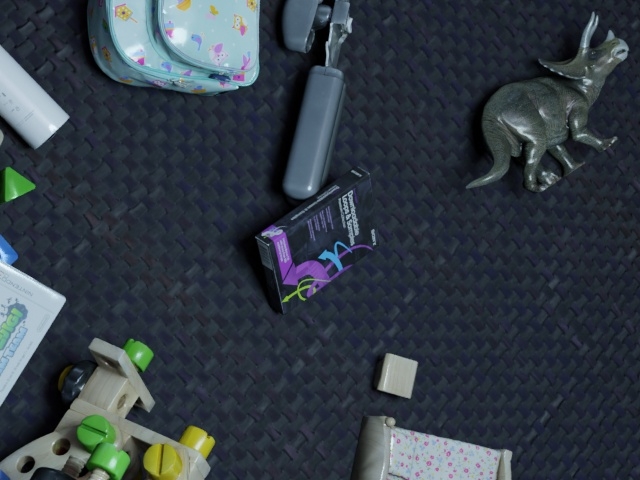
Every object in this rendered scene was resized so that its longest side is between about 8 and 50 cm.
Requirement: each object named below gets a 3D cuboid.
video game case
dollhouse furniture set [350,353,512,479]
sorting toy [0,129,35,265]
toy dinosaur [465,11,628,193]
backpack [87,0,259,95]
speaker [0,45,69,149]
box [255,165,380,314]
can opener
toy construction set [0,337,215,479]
[{"bbox_3d":[-0.365,0.093,1.362,0.143,0.019,0.157,34,85,-28],"label":"video game case"},{"bbox_3d":[0.201,0.339,1.549,0.303,0.174,0.355,17,76,-23],"label":"dollhouse furniture set"},{"bbox_3d":[-0.454,-0.090,1.356,0.348,0.047,0.196,39,65,-22],"label":"sorting toy"},{"bbox_3d":[0.277,-0.151,1.703,0.313,0.121,0.160,-31,85,-21],"label":"toy dinosaur"},{"bbox_3d":[-0.161,-0.250,1.473,0.188,0.144,0.166,2,87,-23],"label":"backpack"},{"bbox_3d":[-0.338,-0.163,1.421,0.136,0.055,0.055,46,67,-13],"label":"speaker"},{"bbox_3d":[0.000,0.000,1.543,0.162,0.029,0.116,-37,138,-26],"label":"box"},{"bbox_3d":[-0.018,-0.183,1.584,0.095,0.076,0.283,11,77,9],"label":"can opener"},{"bbox_3d":[-0.178,0.243,1.373,0.309,0.257,0.237,51,51,-34],"label":"toy construction set"}]
